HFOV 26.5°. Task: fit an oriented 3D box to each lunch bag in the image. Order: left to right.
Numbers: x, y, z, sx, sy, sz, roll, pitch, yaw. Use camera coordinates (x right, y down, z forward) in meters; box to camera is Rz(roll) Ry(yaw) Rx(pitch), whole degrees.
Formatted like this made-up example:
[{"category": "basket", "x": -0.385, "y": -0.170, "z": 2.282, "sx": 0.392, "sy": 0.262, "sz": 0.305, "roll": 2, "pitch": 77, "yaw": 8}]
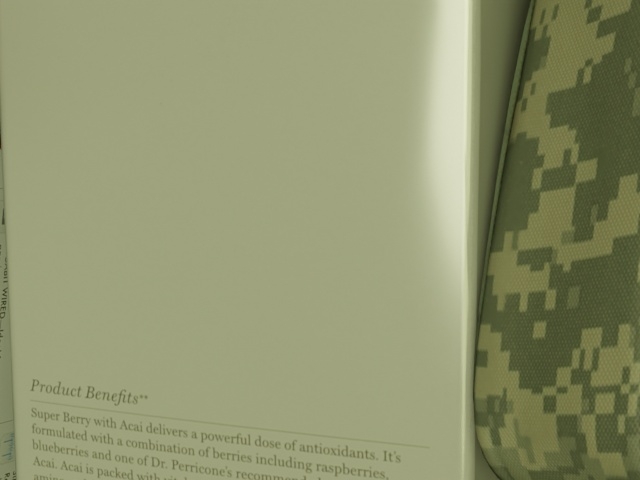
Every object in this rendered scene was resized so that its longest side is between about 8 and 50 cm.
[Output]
[{"category": "lunch bag", "x": 0.228, "y": 0.009, "z": 0.381, "sx": 0.305, "sy": 0.256, "sz": 0.212, "roll": 13, "pitch": 83, "yaw": -33}]

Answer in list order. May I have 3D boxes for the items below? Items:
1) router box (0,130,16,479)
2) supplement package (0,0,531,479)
[{"category": "router box", "x": -0.199, "y": 0.124, "z": 0.489, "sx": 0.082, "sy": 0.301, "sz": 0.335, "roll": 13, "pitch": 99, "yaw": 27}, {"category": "supplement package", "x": 0.000, "y": 0.000, "z": 0.519, "sx": 0.178, "sy": 0.175, "sz": 0.292, "roll": 4, "pitch": 100, "yaw": 22}]
